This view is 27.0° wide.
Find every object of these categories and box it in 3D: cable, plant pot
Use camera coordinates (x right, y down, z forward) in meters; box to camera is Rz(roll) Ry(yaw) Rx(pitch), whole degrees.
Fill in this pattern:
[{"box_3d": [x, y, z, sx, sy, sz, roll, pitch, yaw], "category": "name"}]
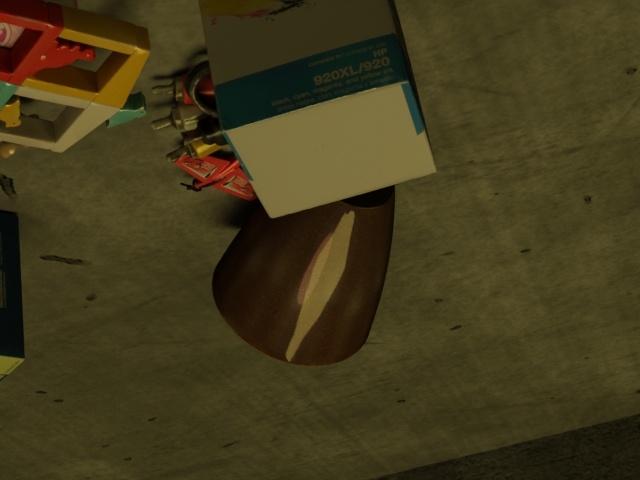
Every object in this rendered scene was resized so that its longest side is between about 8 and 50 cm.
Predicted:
[{"box_3d": [-0.045, -0.168, 1.461, 0.287, 0.072, 0.139, -18, 137, -11], "category": "cable"}, {"box_3d": [0.000, 0.000, 1.641, 0.215, 0.215, 0.230, 3, 136, -23], "category": "plant pot"}]

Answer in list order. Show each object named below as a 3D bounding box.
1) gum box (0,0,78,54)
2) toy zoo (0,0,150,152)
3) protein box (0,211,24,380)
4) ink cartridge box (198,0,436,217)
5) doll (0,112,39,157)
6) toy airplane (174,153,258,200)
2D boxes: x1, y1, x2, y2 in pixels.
[{"box_3d": [-0.322, -0.214, 1.237, 0.188, 0.062, 0.107, 5, 150, -28], "category": "gum box"}, {"box_3d": [-0.293, -0.158, 1.250, 0.293, 0.030, 0.192, 9, 147, -35], "category": "toy zoo"}, {"box_3d": [-0.474, 0.066, 1.580, 0.201, 0.200, 0.136, 12, 146, -35], "category": "protein box"}, {"box_3d": [-0.008, -0.175, 1.231, 0.168, 0.233, 0.171, -16, 152, 7], "category": "ink cartridge box"}, {"box_3d": [-0.378, -0.148, 1.365, 0.129, 0.046, 0.189, -19, 147, 38], "category": "doll"}, {"box_3d": [-0.102, -0.093, 1.583, 0.151, 0.028, 0.151, -9, 154, -4], "category": "toy airplane"}]
